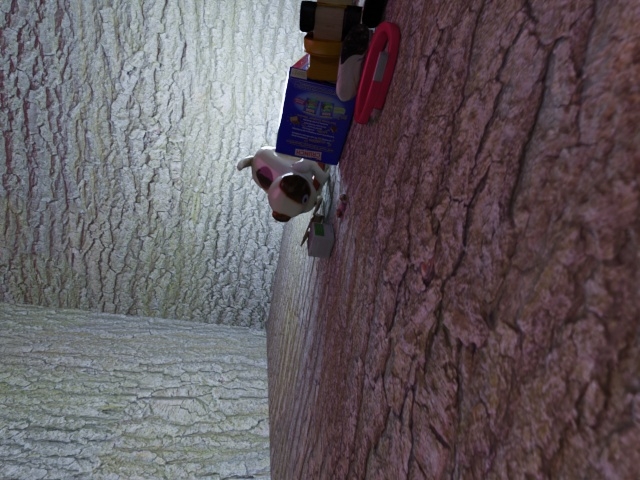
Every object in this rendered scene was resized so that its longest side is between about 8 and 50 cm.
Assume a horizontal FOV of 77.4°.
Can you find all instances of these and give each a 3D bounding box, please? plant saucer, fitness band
[{"bbox_3d":[-0.017,-0.398,2.061,0.258,0.048,0.259,-95,18,-50],"label":"plant saucer"},{"bbox_3d":[0.164,-0.493,1.198,0.209,0.054,0.290,-94,17,-57],"label":"fitness band"}]

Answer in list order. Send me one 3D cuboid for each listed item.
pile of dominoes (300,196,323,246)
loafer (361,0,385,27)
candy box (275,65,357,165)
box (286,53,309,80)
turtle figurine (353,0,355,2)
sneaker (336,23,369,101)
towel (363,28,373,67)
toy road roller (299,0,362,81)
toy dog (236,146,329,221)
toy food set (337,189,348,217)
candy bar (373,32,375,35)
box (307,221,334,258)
[{"bbox_3d":[-0.019,-0.080,1.683,0.251,0.040,0.195,-68,0,-78],"label":"pile of dominoes"},{"bbox_3d":[0.177,-0.795,1.269,0.220,0.080,0.078,117,158,-59],"label":"loafer"},{"bbox_3d":[-0.024,-0.477,1.567,0.122,0.268,0.317,-89,13,-48],"label":"candy box"},{"bbox_3d":[-0.002,-0.678,1.639,0.300,0.142,0.154,-15,64,48],"label":"box"},{"bbox_3d":[0.123,-0.952,1.384,0.197,0.275,0.266,67,173,-17],"label":"turtle figurine"},{"bbox_3d":[0.104,-0.577,1.301,0.086,0.085,0.237,-62,-11,-56],"label":"sneaker"},{"bbox_3d":[0.145,-0.650,1.403,0.197,0.029,0.144,-106,20,-70],"label":"towel"},{"bbox_3d":[0.031,-0.708,1.409,0.329,0.203,0.240,-80,-3,-54],"label":"toy road roller"},{"bbox_3d":[-0.149,-0.270,1.785,0.284,0.396,0.408,-59,34,29],"label":"toy dog"},{"bbox_3d":[0.074,-0.126,1.450,0.122,0.019,0.077,113,162,-53],"label":"toy food set"},{"bbox_3d":[0.178,-0.679,1.342,0.161,0.018,0.040,-100,21,-60],"label":"candy bar"},{"bbox_3d":[0.000,0.000,1.557,0.101,0.087,0.102,-96,19,-54],"label":"box"}]
